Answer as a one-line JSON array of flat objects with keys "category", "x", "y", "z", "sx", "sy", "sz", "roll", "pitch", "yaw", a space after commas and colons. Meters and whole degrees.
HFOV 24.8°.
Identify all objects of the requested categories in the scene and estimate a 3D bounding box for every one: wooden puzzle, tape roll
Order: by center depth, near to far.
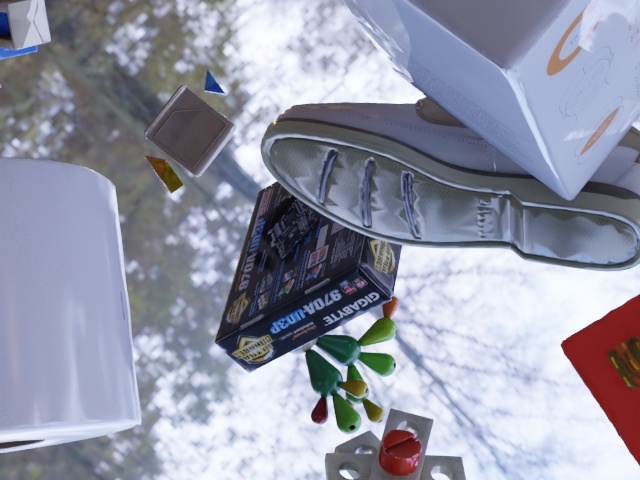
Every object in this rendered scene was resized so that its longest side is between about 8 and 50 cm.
[{"category": "tape roll", "x": -0.250, "y": 0.056, "z": 0.952, "sx": 0.246, "sy": 0.246, "sz": 0.169, "roll": -15, "pitch": -102, "yaw": 38}, {"category": "wooden puzzle", "x": -0.133, "y": -0.110, "z": 1.472, "sx": 0.116, "sy": 0.078, "sz": 0.014, "roll": -46, "pitch": -173, "yaw": -12}]

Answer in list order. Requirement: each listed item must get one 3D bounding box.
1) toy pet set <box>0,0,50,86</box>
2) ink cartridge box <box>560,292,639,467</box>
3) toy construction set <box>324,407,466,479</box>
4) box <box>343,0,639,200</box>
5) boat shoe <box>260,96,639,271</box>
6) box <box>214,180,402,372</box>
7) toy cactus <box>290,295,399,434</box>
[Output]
[{"category": "toy pet set", "x": -0.285, "y": -0.182, "z": 1.186, "sx": 0.114, "sy": 0.122, "sz": 0.065, "roll": -21, "pitch": -156, "yaw": -37}, {"category": "ink cartridge box", "x": 0.409, "y": 0.116, "z": 1.095, "sx": 0.385, "sy": 0.308, "sz": 0.091, "roll": -35, "pitch": 175, "yaw": 24}, {"category": "toy construction set", "x": 0.066, "y": 0.297, "z": 1.080, "sx": 0.151, "sy": 0.327, "sz": 0.215, "roll": 14, "pitch": -142, "yaw": 28}, {"category": "box", "x": 0.139, "y": -0.184, "z": 0.891, "sx": 0.168, "sy": 0.345, "sz": 0.215, "roll": 38, "pitch": -89, "yaw": 17}, {"category": "boat shoe", "x": 0.109, "y": -0.060, "z": 1.118, "sx": 0.302, "sy": 0.113, "sz": 0.103, "roll": 14, "pitch": -125, "yaw": 8}, {"category": "box", "x": 0.000, "y": 0.000, "z": 1.346, "sx": 0.175, "sy": 0.051, "sz": 0.220, "roll": -29, "pitch": -150, "yaw": 31}, {"category": "toy cactus", "x": 0.003, "y": 0.120, "z": 1.692, "sx": 0.112, "sy": 0.180, "sz": 0.219, "roll": -36, "pitch": -141, "yaw": 53}]
